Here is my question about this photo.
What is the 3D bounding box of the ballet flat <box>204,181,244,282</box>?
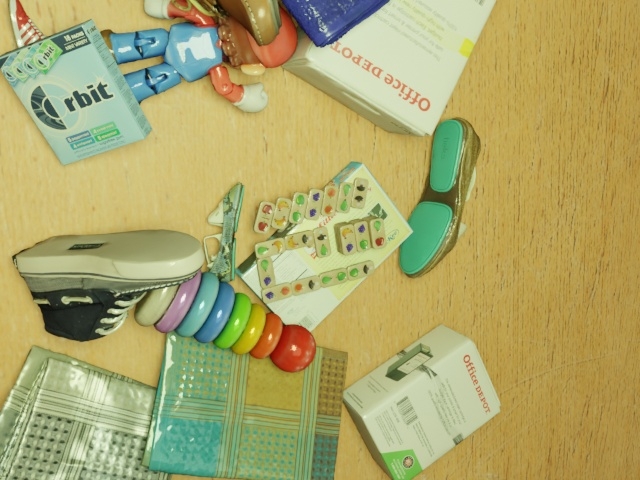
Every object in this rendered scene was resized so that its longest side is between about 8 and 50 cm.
[{"bbox_3d":[-0.179,-0.015,1.107,0.070,0.070,0.188,5,96,-24],"label":"ballet flat"}]

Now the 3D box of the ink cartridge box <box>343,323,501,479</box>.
[{"bbox_3d":[0.220,0.352,1.317,0.289,0.121,0.211,-31,111,-14],"label":"ink cartridge box"}]

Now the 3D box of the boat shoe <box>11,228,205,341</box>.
[{"bbox_3d":[-0.319,0.077,0.962,0.127,0.341,0.158,-46,131,-55],"label":"boat shoe"}]

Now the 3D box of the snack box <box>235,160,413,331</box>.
[{"bbox_3d":[0.012,0.019,1.193,0.322,0.060,0.187,-43,114,-9],"label":"snack box"}]

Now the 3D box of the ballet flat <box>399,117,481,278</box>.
[{"bbox_3d":[0.264,-0.081,1.265,0.124,0.116,0.342,11,93,-44],"label":"ballet flat"}]

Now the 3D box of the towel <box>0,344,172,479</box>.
[{"bbox_3d":[-0.404,0.374,1.034,0.324,0.056,0.312,26,66,-24],"label":"towel"}]

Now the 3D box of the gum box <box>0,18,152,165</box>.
[{"bbox_3d":[-0.375,-0.222,0.933,0.157,0.041,0.184,-14,121,14],"label":"gum box"}]

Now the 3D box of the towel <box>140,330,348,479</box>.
[{"bbox_3d":[-0.130,0.311,1.148,0.370,0.040,0.271,14,73,-21],"label":"towel"}]

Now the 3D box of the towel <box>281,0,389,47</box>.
[{"bbox_3d":[-0.011,-0.476,0.932,0.228,0.076,0.308,-39,98,-10],"label":"towel"}]

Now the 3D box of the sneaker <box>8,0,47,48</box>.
[{"bbox_3d":[-0.439,-0.319,0.942,0.067,0.042,0.118,-13,113,-16],"label":"sneaker"}]

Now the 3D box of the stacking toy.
[{"bbox_3d":[-0.156,0.149,1.094,0.330,0.141,0.141,29,89,-21],"label":"stacking toy"}]

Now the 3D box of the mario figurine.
[{"bbox_3d":[-0.196,-0.316,1.026,0.321,0.170,0.198,-15,143,-9],"label":"mario figurine"}]

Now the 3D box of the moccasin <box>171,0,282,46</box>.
[{"bbox_3d":[-0.198,-0.417,0.887,0.147,0.139,0.380,-40,81,-10],"label":"moccasin"}]

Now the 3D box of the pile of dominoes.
[{"bbox_3d":[0.000,0.000,1.129,0.251,0.040,0.195,-14,105,-19],"label":"pile of dominoes"}]

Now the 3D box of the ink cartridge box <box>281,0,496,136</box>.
[{"bbox_3d":[0.139,-0.420,1.097,0.279,0.160,0.384,26,90,-24],"label":"ink cartridge box"}]
